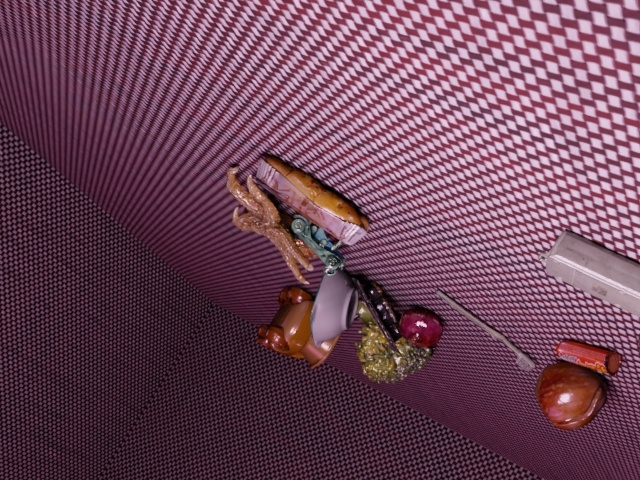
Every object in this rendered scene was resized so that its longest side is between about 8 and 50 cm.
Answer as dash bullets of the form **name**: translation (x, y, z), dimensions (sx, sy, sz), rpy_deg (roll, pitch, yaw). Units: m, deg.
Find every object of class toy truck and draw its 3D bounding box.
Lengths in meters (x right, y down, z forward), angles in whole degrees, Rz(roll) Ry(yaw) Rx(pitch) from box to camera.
- **toy truck**: translation (0.001, 0.001, 1.952), dimensions (0.154, 0.078, 0.080), rpy_deg (48, 169, 9)
- **toy truck**: translation (-0.062, 0.274, 2.784), dimensions (0.212, 0.204, 0.288), rpy_deg (32, 166, -8)

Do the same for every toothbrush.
- **toothbrush**: translation (0.358, 0.192, 1.906), dimensions (0.294, 0.028, 0.026), rpy_deg (41, 164, -13)

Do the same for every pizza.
- **pizza**: translation (-0.078, -0.018, 2.064), dimensions (0.246, 0.058, 0.127), rpy_deg (33, 168, 6)

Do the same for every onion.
- **onion**: translation (0.237, 0.208, 2.094), dimensions (0.107, 0.097, 0.107), rpy_deg (21, 144, 16)

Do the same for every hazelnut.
- **hazelnut**: translation (0.509, 0.311, 1.787), dimensions (0.143, 0.143, 0.154), rpy_deg (24, 172, 33)

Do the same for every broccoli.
- **broccoli**: translation (0.155, 0.290, 2.384), dimensions (0.273, 0.180, 0.242), rpy_deg (29, 168, 13)

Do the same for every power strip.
- **power strip**: translation (0.433, 0.067, 1.210), dimensions (0.272, 0.052, 0.078), rpy_deg (26, 166, 20)

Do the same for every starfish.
- **starfish**: translation (-0.107, -0.032, 1.954), dimensions (0.302, 0.060, 0.299), rpy_deg (49, 160, 2)

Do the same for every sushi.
- **sushi**: translation (0.153, 0.169, 2.154), dimensions (0.215, 0.051, 0.192), rpy_deg (60, 177, -2)

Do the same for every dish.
- **dish**: translation (0.048, 0.158, 2.187), dimensions (0.078, 0.224, 0.246), rpy_deg (11, -167, 15)

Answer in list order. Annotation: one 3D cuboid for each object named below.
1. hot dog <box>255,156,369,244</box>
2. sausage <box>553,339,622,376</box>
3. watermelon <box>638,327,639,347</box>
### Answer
- **hot dog**: translation (-0.019, -0.079, 1.696), dimensions (0.253, 0.069, 0.131), rpy_deg (34, 176, 4)
- **sausage**: translation (0.485, 0.211, 1.633), dimensions (0.050, 0.048, 0.145), rpy_deg (-5, -170, -31)
- **watermelon**: translation (0.514, 0.153, 1.287), dimensions (0.111, 0.078, 0.078), rpy_deg (20, 162, 46)
